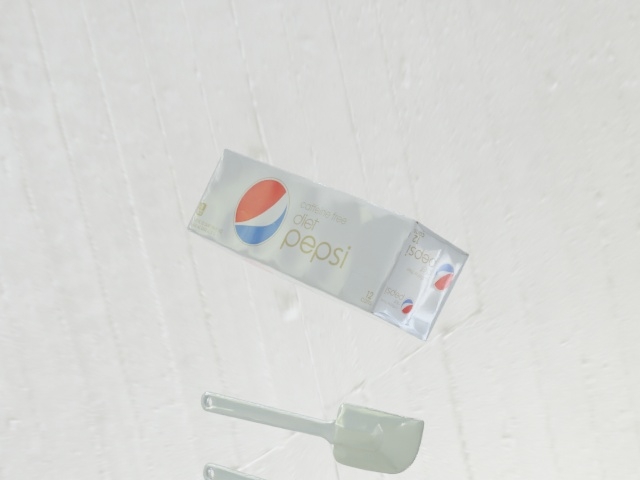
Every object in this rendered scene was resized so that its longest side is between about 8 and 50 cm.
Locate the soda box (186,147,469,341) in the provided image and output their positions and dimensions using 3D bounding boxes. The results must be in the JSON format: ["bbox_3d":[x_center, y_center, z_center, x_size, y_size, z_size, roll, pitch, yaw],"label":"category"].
[{"bbox_3d":[0.000,0.000,1.145,0.216,0.069,0.074,23,-95,45],"label":"soda box"}]

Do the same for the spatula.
[{"bbox_3d":[-0.022,0.204,1.209,0.242,0.019,0.168,6,-89,44],"label":"spatula"}]
